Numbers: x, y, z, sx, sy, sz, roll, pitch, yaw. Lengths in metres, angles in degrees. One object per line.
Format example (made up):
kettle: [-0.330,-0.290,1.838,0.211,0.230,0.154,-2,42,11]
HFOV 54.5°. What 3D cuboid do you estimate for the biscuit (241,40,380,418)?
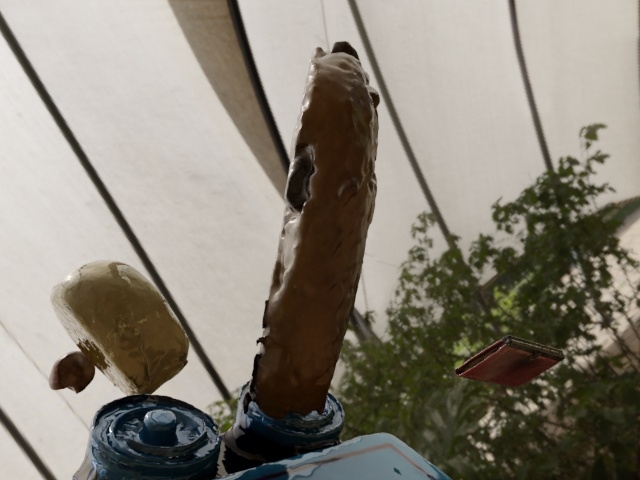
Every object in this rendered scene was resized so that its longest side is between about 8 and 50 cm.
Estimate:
biscuit: [0.000,-0.004,0.498,0.296,0.075,0.296,-169,90,-86]

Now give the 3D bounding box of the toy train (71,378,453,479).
toy train: [-0.052,0.245,0.495,0.300,0.265,0.188,2,-71,-44]

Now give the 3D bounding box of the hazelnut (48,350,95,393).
hazelnut: [-0.462,0.246,1.156,0.086,0.086,0.086,-39,-13,-10]

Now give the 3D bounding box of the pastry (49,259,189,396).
pastry: [-0.331,0.147,1.039,0.133,0.265,0.265,-39,-11,-33]

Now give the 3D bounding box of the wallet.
wallet: [0.342,0.220,1.112,0.119,0.025,0.232,-40,-37,26]
